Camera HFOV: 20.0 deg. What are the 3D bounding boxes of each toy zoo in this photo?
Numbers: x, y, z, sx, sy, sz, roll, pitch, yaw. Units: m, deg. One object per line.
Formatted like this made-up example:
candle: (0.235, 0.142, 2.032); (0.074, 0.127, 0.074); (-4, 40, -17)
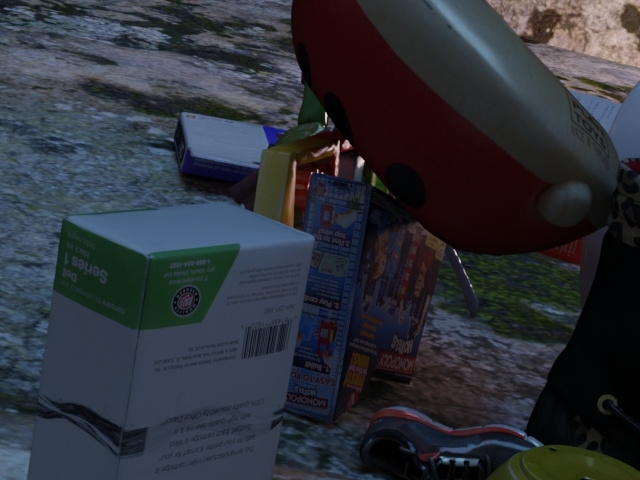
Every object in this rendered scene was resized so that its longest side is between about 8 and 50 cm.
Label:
toy zoo: (0.000, 0.000, 1.641); (0.030, 0.192, 0.293); (8, 13, 24)

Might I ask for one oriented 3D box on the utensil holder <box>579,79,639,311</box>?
utensil holder: (0.474, 0.014, 1.673); (0.385, 0.327, 0.327); (11, 13, 30)

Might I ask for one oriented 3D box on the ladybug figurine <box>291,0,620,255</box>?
ladybug figurine: (0.100, -0.129, 1.548); (0.305, 0.162, 0.449); (41, 11, -35)

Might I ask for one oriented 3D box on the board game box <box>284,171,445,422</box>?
board game box: (0.030, 0.059, 1.540); (0.060, 0.194, 0.194); (14, -5, 25)

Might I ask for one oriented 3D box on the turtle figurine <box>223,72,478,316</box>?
turtle figurine: (0.043, -0.092, 1.861); (0.274, 0.266, 0.198); (12, 14, -14)

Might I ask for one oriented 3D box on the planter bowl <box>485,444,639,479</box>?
planter bowl: (0.180, 0.205, 1.286); (0.217, 0.090, 0.217); (12, 17, -4)

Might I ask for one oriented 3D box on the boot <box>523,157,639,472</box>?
boot: (0.359, 0.107, 1.396); (0.377, 0.284, 0.138); (15, 17, 9)

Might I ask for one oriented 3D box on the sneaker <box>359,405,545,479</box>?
sneaker: (0.102, 0.176, 1.399); (0.158, 0.061, 0.065); (9, 24, 22)

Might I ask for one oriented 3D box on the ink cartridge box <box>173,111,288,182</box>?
ink cartridge box: (-0.066, -0.093, 2.153); (0.206, 0.045, 0.208); (10, 16, -10)

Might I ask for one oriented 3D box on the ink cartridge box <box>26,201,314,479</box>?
ink cartridge box: (-0.102, 0.095, 1.213); (0.092, 0.219, 0.160); (22, 18, 38)

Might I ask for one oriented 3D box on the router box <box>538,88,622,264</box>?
router box: (0.376, -0.064, 2.228); (0.301, 0.082, 0.335); (17, 28, 12)
